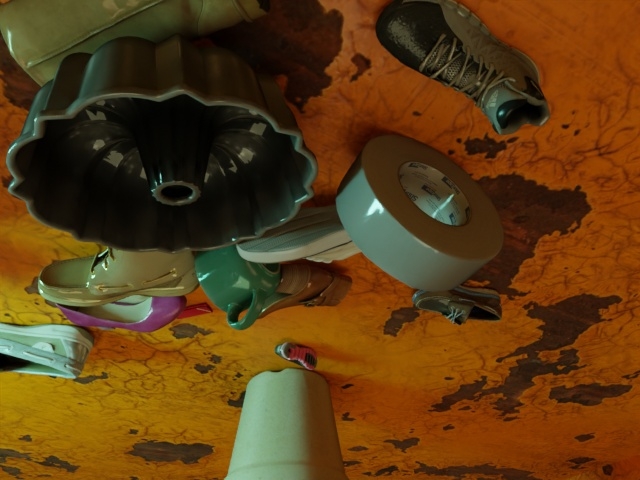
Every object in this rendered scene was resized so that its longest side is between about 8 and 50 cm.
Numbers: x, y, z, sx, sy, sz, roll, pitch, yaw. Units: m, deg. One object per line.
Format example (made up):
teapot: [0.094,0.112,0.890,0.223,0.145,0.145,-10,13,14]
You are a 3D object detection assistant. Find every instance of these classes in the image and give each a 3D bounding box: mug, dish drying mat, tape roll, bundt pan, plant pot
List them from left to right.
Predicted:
bundt pan: [-0.173,-0.106,0.551,0.331,0.124,0.330,-8,155,-4]
dish drying mat: [-0.269,0.149,0.963,0.083,0.008,0.032,-14,137,12]
mug: [-0.121,0.055,0.761,0.097,0.157,0.129,-29,175,18]
plant pot: [-0.084,0.502,1.139,0.334,0.305,0.333,-2,138,-2]
tape roll: [0.133,-0.041,0.616,0.219,0.219,0.072,17,135,-20]

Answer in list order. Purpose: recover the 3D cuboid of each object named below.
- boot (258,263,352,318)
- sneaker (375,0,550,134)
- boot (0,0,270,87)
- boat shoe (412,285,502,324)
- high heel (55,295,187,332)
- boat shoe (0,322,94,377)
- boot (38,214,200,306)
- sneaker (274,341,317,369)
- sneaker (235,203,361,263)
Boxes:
boot: [-0.044,0.110,0.888,0.153,0.072,0.197,10,149,-29]
sneaker: [0.173,-0.190,0.517,0.229,0.132,0.086,15,135,-19]
boot: [-0.217,-0.266,0.452,0.270,0.089,0.236,-16,136,17]
boat shoe: [0.278,0.130,0.923,0.183,0.066,0.066,1,137,-4]
high heel: [-0.378,0.121,0.875,0.244,0.082,0.117,-8,149,25]
boat shoe: [-0.659,0.247,0.982,0.321,0.103,0.118,0,138,-3]
boot: [-0.332,0.013,0.741,0.262,0.095,0.203,-1,139,-10]
sneaker: [-0.059,0.272,1.090,0.057,0.047,0.119,-17,138,44]
sneaker: [0.000,0.000,0.721,0.258,0.094,0.091,-11,138,-10]
